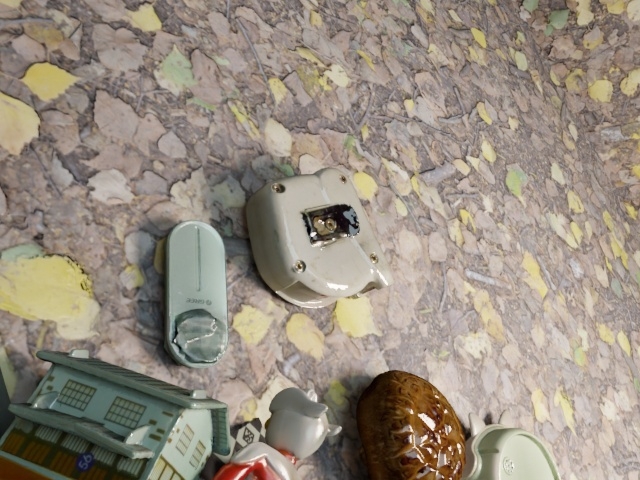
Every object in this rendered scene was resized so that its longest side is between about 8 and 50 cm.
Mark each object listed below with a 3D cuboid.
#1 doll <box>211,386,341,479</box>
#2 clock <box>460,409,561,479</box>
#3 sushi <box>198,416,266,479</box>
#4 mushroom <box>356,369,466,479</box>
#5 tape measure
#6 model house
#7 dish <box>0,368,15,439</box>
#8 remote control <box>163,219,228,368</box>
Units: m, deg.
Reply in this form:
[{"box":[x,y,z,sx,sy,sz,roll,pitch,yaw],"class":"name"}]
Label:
[{"box":[-0.081,0.347,0.753,0.384,0.099,0.188,-58,133,-40],"class":"doll"},{"box":[0.389,0.509,1.212,0.265,0.109,0.324,7,64,-37],"class":"clock"},{"box":[-0.087,0.386,0.853,0.231,0.047,0.219,-7,73,-66],"class":"sushi"},{"box":[0.164,0.360,1.074,0.253,0.153,0.253,28,50,-39],"class":"mushroom"},{"box":[0.000,0.000,1.124,0.265,0.130,0.258,-17,83,-43],"class":"tape measure"},{"box":[-0.253,0.254,0.694,0.198,0.224,0.215,80,29,-49],"class":"model house"},{"box":[-0.446,0.198,0.682,0.182,0.080,0.243,-15,78,-43],"class":"dish"},{"box":[-0.203,0.085,0.961,0.104,0.052,0.247,11,63,-35],"class":"remote control"}]
